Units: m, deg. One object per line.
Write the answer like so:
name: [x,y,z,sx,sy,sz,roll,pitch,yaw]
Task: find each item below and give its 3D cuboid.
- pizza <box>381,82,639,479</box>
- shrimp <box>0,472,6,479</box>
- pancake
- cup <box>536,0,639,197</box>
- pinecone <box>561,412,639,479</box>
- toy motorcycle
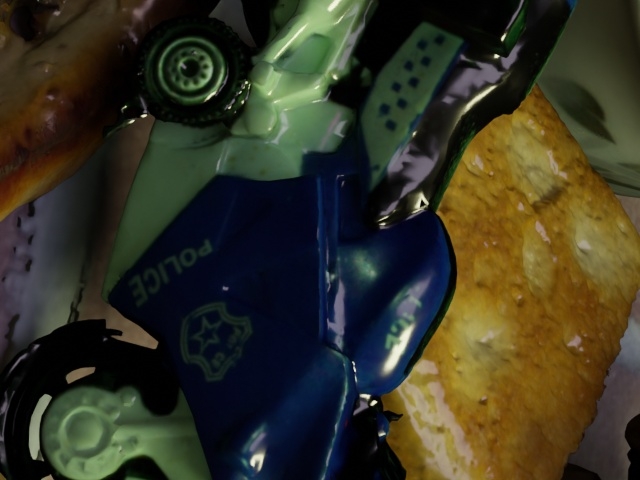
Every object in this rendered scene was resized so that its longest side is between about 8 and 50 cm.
pizza: [0.044,-0.006,0.830,0.268,0.087,0.258,55,40,-17]
shrimp: [-0.199,0.150,0.604,0.287,0.068,0.185,-13,95,-44]
pancake: [-0.106,-0.113,0.706,0.212,0.056,0.258,5,97,-58]
cup: [0.217,-0.161,0.982,0.347,0.163,0.347,4,84,-46]
pinecone: [0.243,0.288,0.870,0.397,0.397,0.398,3,86,-46]
toy motorcycle: [0.000,0.000,0.703,0.331,0.196,0.125,-62,170,-5]
